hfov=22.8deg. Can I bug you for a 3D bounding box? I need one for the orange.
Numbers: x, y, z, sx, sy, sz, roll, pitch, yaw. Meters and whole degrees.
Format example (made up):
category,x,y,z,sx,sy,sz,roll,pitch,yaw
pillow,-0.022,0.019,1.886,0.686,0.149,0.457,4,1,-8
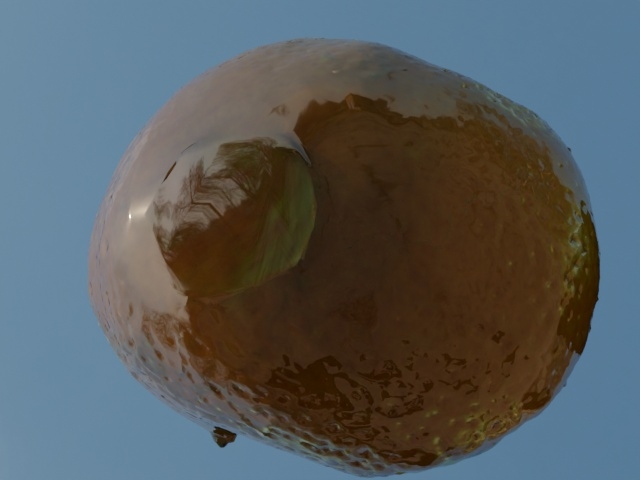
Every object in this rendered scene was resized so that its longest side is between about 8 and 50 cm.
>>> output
category,x,y,z,sx,sy,sz,roll,pitch,yaw
orange,-0.003,-0.005,0.982,0.262,0.334,0.196,-59,-39,-16
